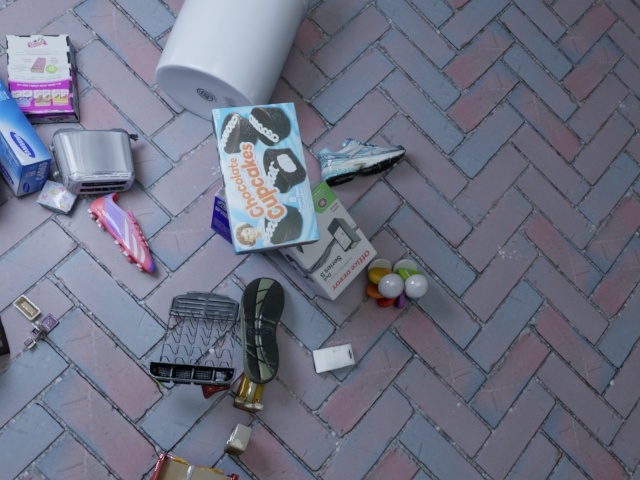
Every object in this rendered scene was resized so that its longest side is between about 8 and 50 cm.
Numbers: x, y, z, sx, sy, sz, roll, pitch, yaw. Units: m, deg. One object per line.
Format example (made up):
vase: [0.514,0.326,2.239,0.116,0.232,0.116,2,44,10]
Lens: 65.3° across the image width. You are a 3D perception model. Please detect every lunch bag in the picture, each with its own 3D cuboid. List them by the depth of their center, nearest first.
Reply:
lunch bag: [-0.697,-0.112,1.333,0.083,0.053,0.071,15,73,0]

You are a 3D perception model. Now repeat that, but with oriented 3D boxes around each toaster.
toaster: [-0.588,-0.210,1.328,0.227,0.129,0.146,-8,79,-34]

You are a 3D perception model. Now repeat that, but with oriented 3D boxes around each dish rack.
dish rack: [-0.311,0.245,1.292,0.208,0.074,0.271,7,53,-7]

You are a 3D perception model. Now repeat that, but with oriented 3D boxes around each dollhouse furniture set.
dollhouse furniture set: [-0.737,0.197,1.243,0.114,0.081,0.091,43,72,-1]
dollhouse furniture set: [-0.283,0.500,1.274,0.201,0.152,0.374,21,57,-8]

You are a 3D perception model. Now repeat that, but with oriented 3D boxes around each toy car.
toy car: [0.221,0.136,1.462,0.182,0.159,0.136,2,113,-13]

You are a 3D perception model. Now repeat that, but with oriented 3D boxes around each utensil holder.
utensil holder: [-0.246,-0.558,1.394,0.328,0.327,0.385,22,77,-8]

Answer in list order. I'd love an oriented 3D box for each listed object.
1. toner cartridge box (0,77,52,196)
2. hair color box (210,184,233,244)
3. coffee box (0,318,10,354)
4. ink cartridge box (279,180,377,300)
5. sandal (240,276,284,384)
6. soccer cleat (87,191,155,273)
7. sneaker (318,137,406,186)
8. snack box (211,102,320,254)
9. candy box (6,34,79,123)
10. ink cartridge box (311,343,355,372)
toner cartridge box: [-0.824,-0.302,1.278,0.075,0.165,0.348,-32,86,-42]
hair color box: [-0.186,-0.108,1.301,0.110,0.339,0.185,37,73,-3]
coffee box: [-0.913,0.255,1.145,0.297,0.168,0.118,-17,83,-15]
ink cartridge box: [0.000,0.000,1.394,0.198,0.115,0.273,-46,112,-17]
sandal: [-0.169,0.239,1.357,0.120,0.086,0.302,11,61,-15]
soccer cleat: [-0.516,-0.021,1.344,0.095,0.083,0.248,-42,87,-22]
sneaker: [0.127,-0.265,1.530,0.283,0.110,0.122,-17,79,-16]
snack box: [-0.124,-0.139,1.112,0.187,0.060,0.322,-9,82,-16]
candy box: [-0.763,-0.444,1.376,0.159,0.071,0.233,-6,81,-14]
ink cartridge box: [0.035,0.334,1.423,0.115,0.029,0.062,-9,80,-16]
